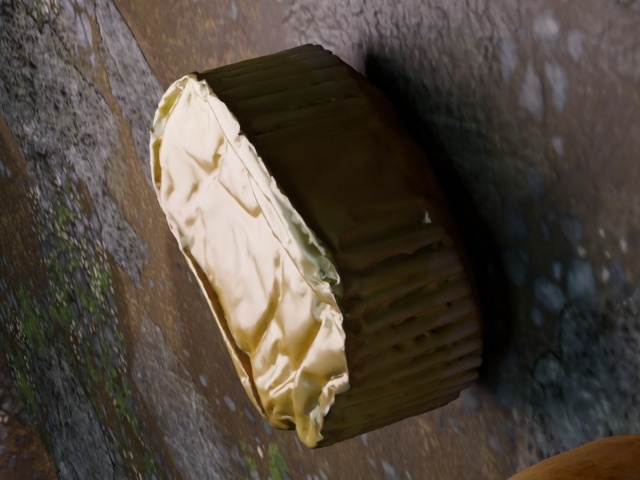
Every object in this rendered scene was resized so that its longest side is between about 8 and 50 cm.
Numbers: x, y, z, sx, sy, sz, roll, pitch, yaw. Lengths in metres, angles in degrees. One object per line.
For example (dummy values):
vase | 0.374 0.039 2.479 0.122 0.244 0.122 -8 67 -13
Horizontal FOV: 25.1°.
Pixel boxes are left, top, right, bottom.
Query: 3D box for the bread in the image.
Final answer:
bread | 0.000 0.000 0.898 0.250 0.133 0.179 58 151 25

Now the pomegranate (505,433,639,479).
pomegranate | 0.144 0.221 0.653 0.252 0.229 0.270 67 161 10
